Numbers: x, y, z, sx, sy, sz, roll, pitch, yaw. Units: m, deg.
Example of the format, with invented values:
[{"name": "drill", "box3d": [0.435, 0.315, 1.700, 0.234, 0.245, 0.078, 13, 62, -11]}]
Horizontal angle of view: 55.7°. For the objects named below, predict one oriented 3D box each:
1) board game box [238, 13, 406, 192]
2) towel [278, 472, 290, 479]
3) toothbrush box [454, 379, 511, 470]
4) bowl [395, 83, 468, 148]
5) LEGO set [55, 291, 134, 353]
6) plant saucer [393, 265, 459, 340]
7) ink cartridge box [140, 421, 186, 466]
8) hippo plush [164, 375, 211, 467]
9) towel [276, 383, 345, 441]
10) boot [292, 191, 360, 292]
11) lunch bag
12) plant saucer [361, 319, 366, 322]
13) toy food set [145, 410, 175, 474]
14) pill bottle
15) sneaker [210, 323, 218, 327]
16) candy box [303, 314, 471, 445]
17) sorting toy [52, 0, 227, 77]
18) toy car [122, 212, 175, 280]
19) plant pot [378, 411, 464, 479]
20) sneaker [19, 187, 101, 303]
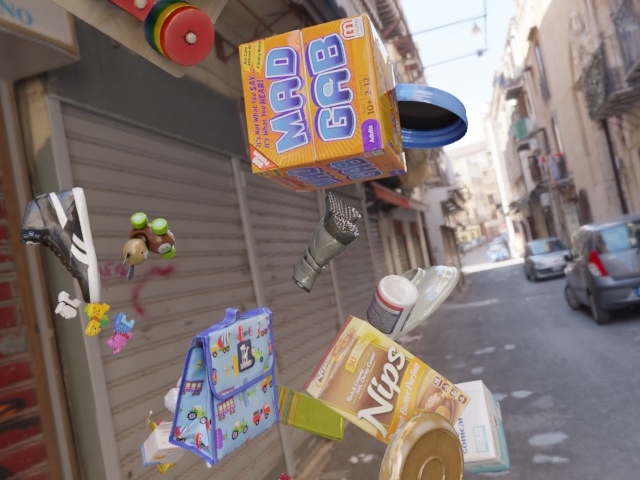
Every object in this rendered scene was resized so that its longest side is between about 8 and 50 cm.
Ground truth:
[{"name": "board game box", "box3d": [0.020, -0.360, 1.711, 0.357, 0.356, 0.356, -9, -7, 16]}, {"name": "towel", "box3d": [-0.163, 0.747, 1.545, 0.031, 0.198, 0.275, 23, 25, 15]}, {"name": "toothbrush box", "box3d": [0.463, 0.560, 1.791, 0.126, 0.216, 0.295, -15, -32, 20]}, {"name": "bowl", "box3d": [0.338, -0.446, 2.197, 0.391, 0.077, 0.391, 8, -14, 2]}, {"name": "LEGO set", "box3d": [-0.571, 0.220, 1.558, 0.087, 0.093, 0.227, -23, -50, 32]}, {"name": "plant saucer", "box3d": [0.285, 0.196, 2.059, 0.400, 0.100, 0.400, -40, 5, 4]}, {"name": "ink cartridge box", "box3d": [-0.431, 0.576, 1.720, 0.104, 0.061, 0.181, 4, -38, -34]}, {"name": "hippo plush", "box3d": [-0.357, 0.492, 1.911, 0.236, 0.234, 0.294, -58, 5, 36]}, {"name": "towel", "box3d": [-0.038, 0.486, 1.711, 0.237, 0.102, 0.021, 23, -37, -15]}, {"name": "boot", "box3d": [0.000, 0.000, 1.224, 0.161, 0.083, 0.246, -51, 8, 18]}, {"name": "lunch bag", "box3d": [-0.195, 0.281, 1.294, 0.138, 0.293, 0.221, 13, 15, 31]}, {"name": "plant saucer", "box3d": [0.113, 0.273, 1.838, 0.084, 0.015, 0.083, -6, -47, -7]}, {"name": "toy food set", "box3d": [-0.527, 0.678, 2.049, 0.071, 0.217, 0.128, -6, -42, -30]}, {"name": "pill bottle", "box3d": [0.179, 0.189, 1.591, 0.108, 0.108, 0.180, -10, -44, -31]}, {"name": "sneaker", "box3d": [-0.285, 0.287, 1.866, 0.119, 0.057, 0.047, -5, 25, 18]}, {"name": "candy box", "box3d": [0.143, 0.319, 1.269, 0.316, 0.182, 0.087, 37, -11, -19]}, {"name": "sorting toy", "box3d": [-0.217, -0.392, 0.880, 0.089, 0.257, 0.255, 37, 8, 34]}, {"name": "toy car", "box3d": [-0.574, 0.035, 1.950, 0.149, 0.188, 0.155, 16, -38, 13]}, {"name": "plant pot", "box3d": [0.206, 0.452, 1.167, 0.236, 0.236, 0.032, -9, 5, -39]}, {"name": "sneaker", "box3d": [-0.472, 0.018, 1.092, 0.121, 0.216, 0.079, -11, -8, -19]}]
